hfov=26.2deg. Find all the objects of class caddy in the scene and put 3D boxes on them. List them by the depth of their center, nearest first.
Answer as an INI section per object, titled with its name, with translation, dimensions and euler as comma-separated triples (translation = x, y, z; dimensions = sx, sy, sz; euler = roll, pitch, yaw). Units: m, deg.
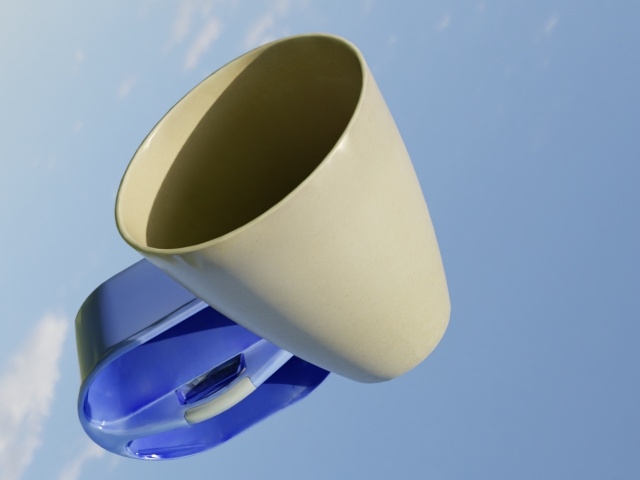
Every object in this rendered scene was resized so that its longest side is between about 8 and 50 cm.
[caddy]
translation = -0.136, 0.137, 1.660
dimensions = 0.341, 0.241, 0.179
euler = -30, -135, 10

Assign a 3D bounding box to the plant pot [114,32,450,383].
[plant pot]
translation = 0.000, 0.000, 1.242
dimensions = 0.256, 0.274, 0.256
euler = -25, -144, 20
